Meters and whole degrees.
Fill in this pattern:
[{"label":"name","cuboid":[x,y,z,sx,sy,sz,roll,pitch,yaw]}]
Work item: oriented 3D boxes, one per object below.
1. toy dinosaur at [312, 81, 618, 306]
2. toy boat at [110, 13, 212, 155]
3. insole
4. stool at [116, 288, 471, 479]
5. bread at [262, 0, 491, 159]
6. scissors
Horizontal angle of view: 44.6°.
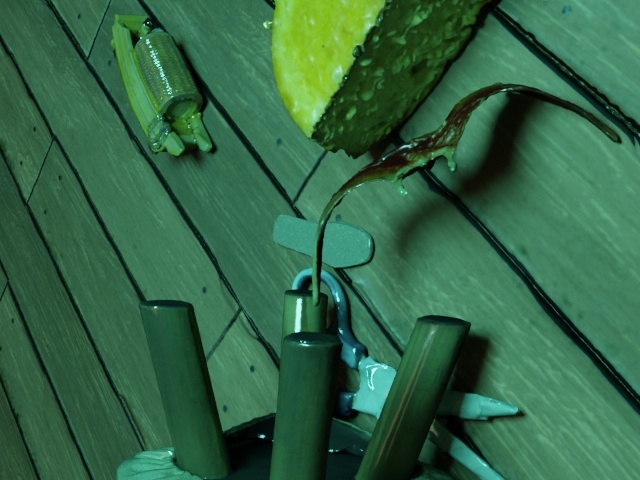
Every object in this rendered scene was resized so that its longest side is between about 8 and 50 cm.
[{"label":"toy dinosaur","cuboid":[0.116,-0.056,0.828,0.113,0.327,0.206,56,167,-10]},{"label":"toy boat","cuboid":[-0.260,-0.261,1.281,0.115,0.089,0.310,-47,58,44]},{"label":"insole","cuboid":[0.000,0.000,1.072,0.192,0.010,0.063,15,99,45]},{"label":"stool","cuboid":[-0.028,0.183,0.856,0.310,0.310,0.226,6,93,42]},{"label":"bread","cuboid":[0.057,-0.270,0.886,0.179,0.194,0.340,51,127,23]},{"label":"scissors","cuboid":[0.082,0.197,0.975,0.383,0.029,0.256,18,103,43]}]
